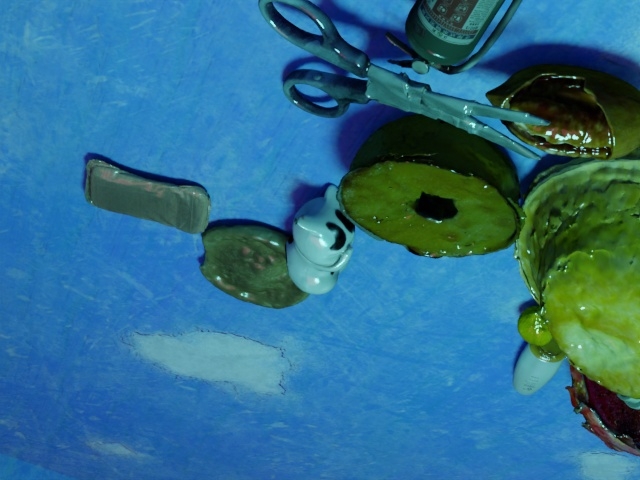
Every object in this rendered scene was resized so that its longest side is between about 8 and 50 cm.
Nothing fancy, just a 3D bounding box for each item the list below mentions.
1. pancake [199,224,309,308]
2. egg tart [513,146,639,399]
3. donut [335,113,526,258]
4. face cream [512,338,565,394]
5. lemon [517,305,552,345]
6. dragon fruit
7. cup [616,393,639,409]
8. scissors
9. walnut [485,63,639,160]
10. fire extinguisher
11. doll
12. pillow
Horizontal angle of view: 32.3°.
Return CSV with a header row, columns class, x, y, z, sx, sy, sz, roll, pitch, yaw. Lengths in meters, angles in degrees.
class,x,y,z,sx,sy,sz,roll,pitch,yaw
pancake,-0.113,0.048,1.903,0.222,0.042,0.236,27,144,-12
egg tart,0.443,0.076,1.503,0.443,0.178,0.443,26,143,22
donut,0.161,-0.076,1.563,0.272,0.107,0.272,11,152,6
face cream,0.385,0.219,1.953,0.072,0.051,0.182,14,148,3
lemon,0.360,0.140,1.834,0.065,0.065,0.092,2,150,19
dragon fruit,0.516,0.309,1.935,0.274,0.161,0.126,24,144,-17
cup,0.576,0.231,1.845,0.141,0.120,0.120,13,148,-12
scissors,0.103,-0.185,1.370,0.383,0.029,0.256,22,158,20
walnut,0.305,-0.160,1.360,0.207,0.116,0.116,14,147,7
fire extinguisher,0.160,-0.273,1.268,0.118,0.093,0.294,32,146,1
doll,0.001,0.005,1.733,0.107,0.110,0.181,31,148,6
pillow,-0.283,-0.068,1.808,0.211,0.034,0.135,15,144,-3
